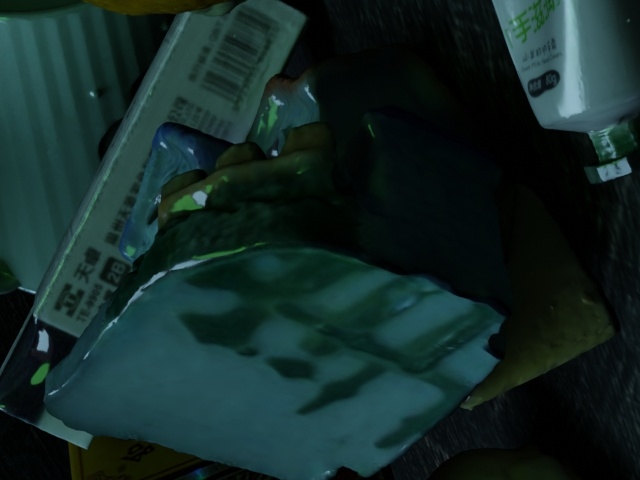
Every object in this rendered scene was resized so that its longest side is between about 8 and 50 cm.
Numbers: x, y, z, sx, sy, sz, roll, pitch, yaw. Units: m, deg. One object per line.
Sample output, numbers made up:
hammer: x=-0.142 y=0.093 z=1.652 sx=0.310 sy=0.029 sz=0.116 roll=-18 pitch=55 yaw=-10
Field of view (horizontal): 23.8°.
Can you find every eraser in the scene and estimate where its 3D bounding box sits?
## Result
eraser: x=-0.144 y=-0.029 z=1.273 sx=0.098 sy=0.404 sz=0.096 roll=26 pitch=-174 yaw=-14

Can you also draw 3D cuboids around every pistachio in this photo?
pistachio: x=0.162 y=0.281 z=1.318 sx=0.187 sy=0.187 sz=0.299 roll=51 pitch=163 yaw=22

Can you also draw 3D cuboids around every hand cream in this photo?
hand cream: x=0.104 y=-0.192 z=0.823 sx=0.336 sy=0.076 sz=0.121 roll=65 pitch=162 yaw=-4

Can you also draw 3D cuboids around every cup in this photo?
cup: x=-0.258 y=-0.132 z=1.465 sx=0.310 sy=0.401 sz=0.392 roll=12 pitch=144 yaw=12

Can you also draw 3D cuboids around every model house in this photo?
model house: x=-0.014 y=-0.032 z=1.105 sx=0.251 sy=0.329 sz=0.295 roll=22 pitch=138 yaw=-17

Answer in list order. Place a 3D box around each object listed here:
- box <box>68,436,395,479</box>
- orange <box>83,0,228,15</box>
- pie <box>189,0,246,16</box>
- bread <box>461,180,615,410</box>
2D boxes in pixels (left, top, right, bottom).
box: x=-0.085 y=0.173 z=1.351 sx=0.415 sy=0.264 sz=0.116 roll=-108 pitch=-3 yaw=-53
orange: x=-0.078 y=-0.253 z=0.771 sx=0.274 sy=0.274 sz=0.274 roll=51 pitch=163 yaw=22
pie: x=-0.230 y=-0.331 z=1.113 sx=0.418 sy=0.180 sz=0.395 roll=30 pitch=-154 yaw=-27
bread: x=0.113 y=0.050 z=1.180 sx=0.142 sy=0.178 sz=0.266 roll=28 pitch=174 yaw=-14
